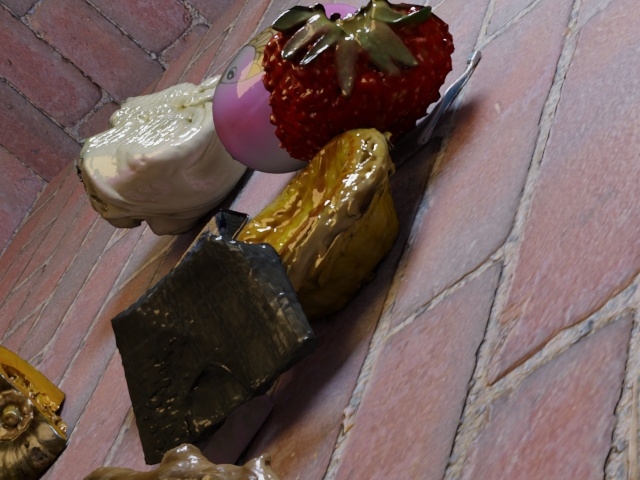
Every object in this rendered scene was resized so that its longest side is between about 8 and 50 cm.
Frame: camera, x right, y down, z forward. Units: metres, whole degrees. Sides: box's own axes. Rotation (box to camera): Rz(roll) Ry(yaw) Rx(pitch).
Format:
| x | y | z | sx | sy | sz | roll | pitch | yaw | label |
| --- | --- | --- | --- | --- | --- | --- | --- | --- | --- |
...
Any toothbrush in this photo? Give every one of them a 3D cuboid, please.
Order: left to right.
| x | y | z | sx | sy | sz | roll | pitch | yaw | label |
| --- | --- | --- | --- | --- | --- | --- | --- | --- | --- |
| 0.159 | -0.176 | 2.066 | 0.017 | 0.014 | 0.162 | -7 | 43 | 48 | toothbrush |

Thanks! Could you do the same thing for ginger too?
| x | y | z | sx | sy | sz | roll | pitch | yaw | label |
| --- | --- | --- | --- | --- | --- | --- | --- | --- | --- |
| -0.153 | 0.263 | 1.658 | 0.333 | 0.081 | 0.148 | -19 | 20 | 41 | ginger |

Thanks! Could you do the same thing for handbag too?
| x | y | z | sx | sy | sz | roll | pitch | yaw | label |
| --- | --- | --- | --- | --- | --- | --- | --- | --- | --- |
| -0.117 | 0.110 | 1.764 | 0.270 | 0.088 | 0.175 | -39 | 57 | 32 | handbag |

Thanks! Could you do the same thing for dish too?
| x | y | z | sx | sy | sz | roll | pitch | yaw | label |
| --- | --- | --- | --- | --- | --- | --- | --- | --- | --- |
| -0.160 | 0.076 | 2.234 | 0.243 | 0.080 | 0.182 | -53 | 15 | -6 | dish |

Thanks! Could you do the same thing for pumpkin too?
| x | y | z | sx | sy | sz | roll | pitch | yaw | label |
| --- | --- | --- | --- | --- | --- | --- | --- | --- | --- |
| -0.461 | 0.288 | 2.583 | 0.139 | 0.190 | 0.280 | -49 | 58 | 1 | pumpkin |

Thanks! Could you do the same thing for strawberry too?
| x | y | z | sx | sy | sz | roll | pitch | yaw | label |
| --- | --- | --- | --- | --- | --- | --- | --- | --- | --- |
| 0.054 | -0.157 | 2.044 | 0.233 | 0.306 | 0.138 | -11 | 55 | -3 | strawberry |

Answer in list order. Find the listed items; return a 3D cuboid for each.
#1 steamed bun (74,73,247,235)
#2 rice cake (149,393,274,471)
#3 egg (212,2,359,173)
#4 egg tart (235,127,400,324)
| x | y | z | sx | sy | sz | roll | pitch | yaw | label |
| --- | --- | --- | --- | --- | --- | --- | --- | --- | --- |
| -0.235 | -0.115 | 2.726 | 0.280 | 0.207 | 0.268 | -12 | 30 | 21 | steamed bun |
| -0.160 | 0.279 | 1.792 | 0.298 | 0.050 | 0.106 | -56 | 21 | -22 | rice cake |
| -0.029 | -0.215 | 2.366 | 0.271 | 0.196 | 0.196 | -41 | 13 | -11 | egg |
| 0.000 | 0.000 | 1.901 | 0.295 | 0.116 | 0.295 | -47 | 13 | 14 | egg tart |
